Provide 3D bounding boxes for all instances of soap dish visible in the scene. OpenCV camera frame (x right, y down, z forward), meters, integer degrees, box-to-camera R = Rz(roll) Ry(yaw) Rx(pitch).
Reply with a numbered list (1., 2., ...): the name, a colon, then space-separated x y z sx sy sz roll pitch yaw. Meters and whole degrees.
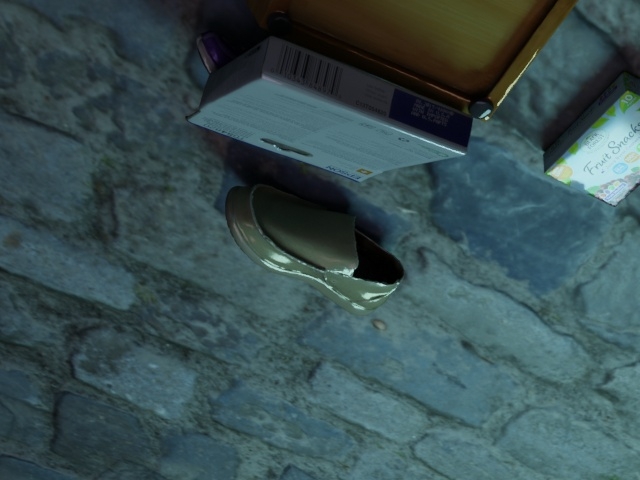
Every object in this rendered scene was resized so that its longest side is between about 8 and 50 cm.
1. soap dish: 0.093 -0.245 0.911 0.291 0.118 0.229 21 137 -13

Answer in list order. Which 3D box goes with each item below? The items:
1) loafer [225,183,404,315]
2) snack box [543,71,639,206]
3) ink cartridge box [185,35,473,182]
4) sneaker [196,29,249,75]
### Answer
1. loafer: 0.000 0.000 1.216 0.092 0.102 0.268 -31 134 33
2. snack box: 0.324 -0.107 1.087 0.100 0.037 0.141 24 136 -15
3. ink cartridge box: 0.001 -0.123 1.000 0.223 0.045 0.224 18 169 -24
4. sneaker: -0.055 -0.180 1.060 0.170 0.068 0.071 26 122 -31
